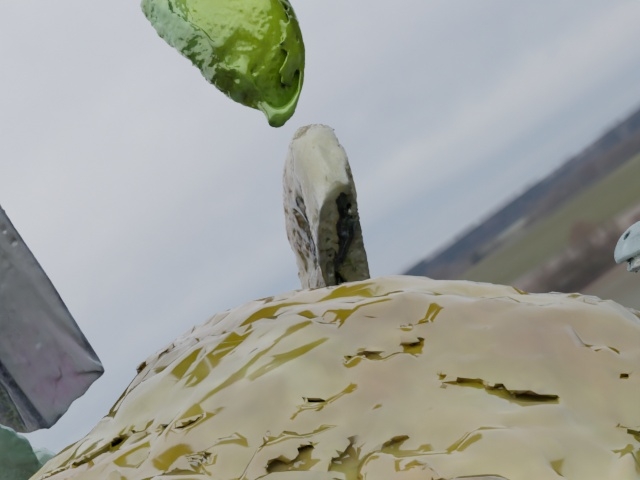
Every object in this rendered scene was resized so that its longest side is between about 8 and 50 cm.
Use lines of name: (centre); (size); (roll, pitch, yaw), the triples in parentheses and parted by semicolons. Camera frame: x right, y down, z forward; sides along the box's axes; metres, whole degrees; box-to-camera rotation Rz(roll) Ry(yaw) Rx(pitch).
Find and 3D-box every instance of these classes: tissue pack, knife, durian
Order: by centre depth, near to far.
knife: (0.253, -0.010, 1.147); (0.044, 0.023, 0.162); (-58, 12, -26)
tissue pack: (-0.438, 0.073, 1.760); (0.394, 0.288, 0.124); (-13, 25, 47)
durian: (-0.100, -0.235, 1.858); (0.139, 0.250, 0.101); (-45, -9, -16)

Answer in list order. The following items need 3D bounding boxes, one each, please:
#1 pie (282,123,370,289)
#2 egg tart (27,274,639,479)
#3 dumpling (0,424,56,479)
pie: (0.003, -0.001, 1.474); (0.052, 0.218, 0.185); (-10, 26, -7)
egg tart: (0.056, 0.130, 0.613); (0.443, 0.178, 0.443); (5, -23, 2)
dumpling: (-0.235, 0.147, 0.929); (0.216, 0.149, 0.105); (-31, 6, 28)
